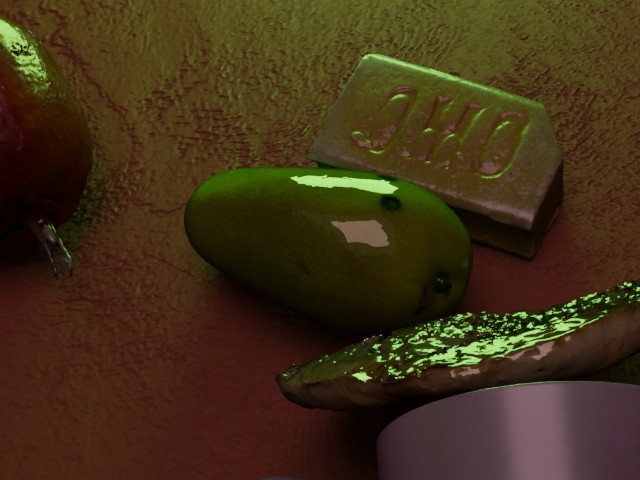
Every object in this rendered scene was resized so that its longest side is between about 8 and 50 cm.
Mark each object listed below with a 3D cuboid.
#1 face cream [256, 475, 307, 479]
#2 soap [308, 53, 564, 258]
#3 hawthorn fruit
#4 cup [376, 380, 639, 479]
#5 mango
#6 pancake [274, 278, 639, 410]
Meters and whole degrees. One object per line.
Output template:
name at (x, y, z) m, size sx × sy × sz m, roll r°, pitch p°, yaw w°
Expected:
face cream at (-0.052, 0.352, 1.434) m, size 0.163 × 0.080 × 0.336 m, roll 14°, pitch 58°, yaw 22°
soap at (0.122, -0.084, 1.717) m, size 0.232 × 0.073 × 0.140 m, roll 19°, pitch 65°, yaw 21°
hawthorn fruit at (-0.310, -0.081, 1.721) m, size 0.211 × 0.211 × 0.299 m, roll -35°, pitch 69°, yaw -15°
cup at (0.174, 0.294, 1.317) m, size 0.253 × 0.253 × 0.371 m, roll -5°, pitch 65°, yaw 7°
mango at (0.000, 0.000, 1.630) m, size 0.293 × 0.175 × 0.143 m, roll 14°, pitch 91°, yaw 31°
pancake at (0.135, 0.087, 1.461) m, size 0.356 × 0.356 × 0.065 m, roll -11°, pitch 87°, yaw 2°
